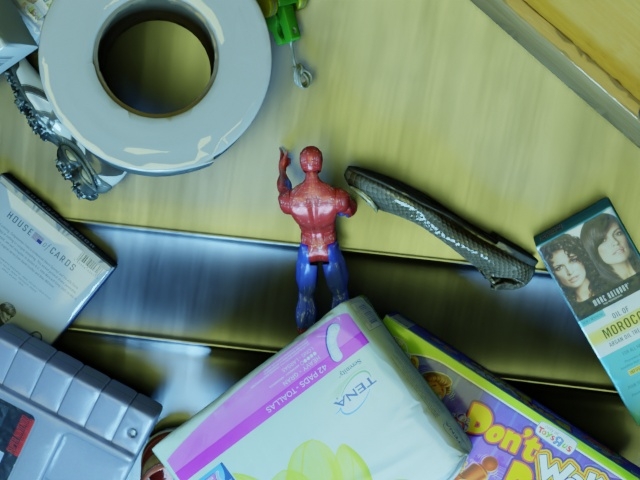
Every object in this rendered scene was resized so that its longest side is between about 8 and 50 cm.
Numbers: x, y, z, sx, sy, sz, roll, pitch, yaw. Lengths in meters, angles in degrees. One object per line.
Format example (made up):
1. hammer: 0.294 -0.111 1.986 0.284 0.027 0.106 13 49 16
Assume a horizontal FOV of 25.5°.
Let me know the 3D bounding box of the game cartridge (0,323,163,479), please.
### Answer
1. game cartridge: -0.369 0.299 1.743 0.230 0.068 0.355 26 109 -4

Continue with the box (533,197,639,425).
1. box: 0.348 0.082 1.633 0.100 0.060 0.244 -30 97 11

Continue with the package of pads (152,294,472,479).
1. package of pads: -0.005 0.237 1.587 0.296 0.101 0.229 -39 82 11

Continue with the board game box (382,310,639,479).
1. board game box: 0.166 0.273 1.641 0.347 0.078 0.233 32 97 10

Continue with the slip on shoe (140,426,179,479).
1. slip on shoe: -0.143 0.393 1.732 0.123 0.101 0.331 -16 100 8

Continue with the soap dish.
1. soap dish: 0.327 -0.270 1.537 0.291 0.118 0.229 41 103 -1

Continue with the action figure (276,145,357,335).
1. action figure: 0.000 0.000 1.653 0.091 0.139 0.280 -2 123 4

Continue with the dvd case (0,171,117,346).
1. dvd case: -0.388 0.063 1.731 0.179 0.029 0.238 40 102 -2

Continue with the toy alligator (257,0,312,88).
1. toy alligator: -0.051 -0.265 1.619 0.051 0.056 0.189 2 107 49

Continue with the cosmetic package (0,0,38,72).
1. cosmetic package: -0.554 -0.244 1.627 0.377 0.097 0.284 -30 90 15

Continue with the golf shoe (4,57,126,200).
1. golf shoe: -0.295 -0.146 1.667 0.094 0.077 0.198 -35 94 -10

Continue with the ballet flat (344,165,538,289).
1. ballet flat: 0.133 -0.012 1.633 0.250 0.084 0.058 28 102 -5

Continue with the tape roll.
1. tape roll: -0.180 -0.193 1.556 0.246 0.169 0.246 0 91 -7

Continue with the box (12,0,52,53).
1. box: -0.323 -0.333 1.641 0.145 0.038 0.186 45 103 -3
